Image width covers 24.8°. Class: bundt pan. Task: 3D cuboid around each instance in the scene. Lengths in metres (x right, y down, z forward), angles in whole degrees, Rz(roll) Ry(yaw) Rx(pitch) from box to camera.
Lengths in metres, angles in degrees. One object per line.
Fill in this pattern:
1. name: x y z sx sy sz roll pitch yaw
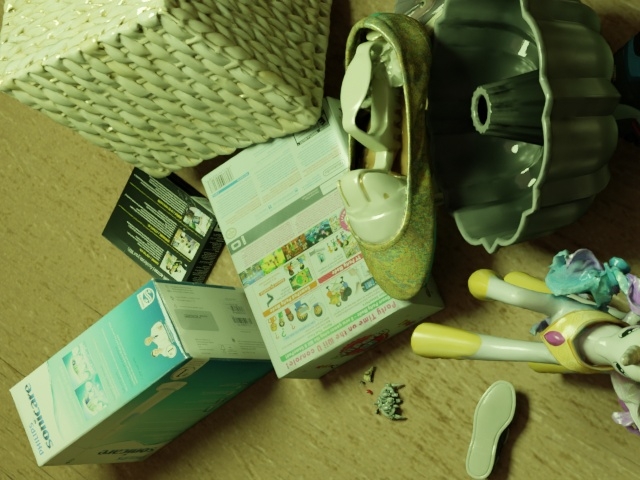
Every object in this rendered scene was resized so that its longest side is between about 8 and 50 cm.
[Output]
1. bundt pan: 0.240 -0.153 1.686 0.331 0.124 0.331 176 90 -72

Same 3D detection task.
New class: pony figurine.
1. pony figurine: 0.334 0.120 1.568 0.363 0.351 0.303 10 89 53

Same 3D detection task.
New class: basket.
1. basket: -0.197 -0.283 1.895 0.328 0.331 0.267 -16 59 35

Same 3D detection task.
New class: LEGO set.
1. LEGO set: 0.078 0.201 1.885 0.083 0.023 0.054 28 101 32

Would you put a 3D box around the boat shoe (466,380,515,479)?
1. boat shoe: 0.210 0.231 1.787 0.046 0.038 0.125 14 94 14

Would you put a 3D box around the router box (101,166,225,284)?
1. router box: -0.220 -0.019 2.090 0.179 0.046 0.133 37 106 31

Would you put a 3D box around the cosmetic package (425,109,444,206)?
1. cosmetic package: 0.138 -0.105 1.855 0.041 0.060 0.115 -19 74 31

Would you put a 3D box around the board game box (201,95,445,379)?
1. board game box: 0.000 0.000 1.914 0.224 0.097 0.303 -31 69 27

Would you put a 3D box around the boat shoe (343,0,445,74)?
1. boat shoe: 0.134 -0.281 1.852 0.285 0.102 0.092 -43 69 29

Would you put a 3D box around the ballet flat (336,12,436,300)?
1. ballet flat: 0.071 -0.104 1.753 0.123 0.123 0.349 -1 85 33

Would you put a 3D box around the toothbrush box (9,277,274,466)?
1. toothbrush box: -0.236 0.184 1.980 0.295 0.216 0.126 -38 66 26

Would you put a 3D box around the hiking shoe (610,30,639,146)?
1. hiking shoe: 0.425 -0.125 1.634 0.304 0.113 0.132 47 111 28
